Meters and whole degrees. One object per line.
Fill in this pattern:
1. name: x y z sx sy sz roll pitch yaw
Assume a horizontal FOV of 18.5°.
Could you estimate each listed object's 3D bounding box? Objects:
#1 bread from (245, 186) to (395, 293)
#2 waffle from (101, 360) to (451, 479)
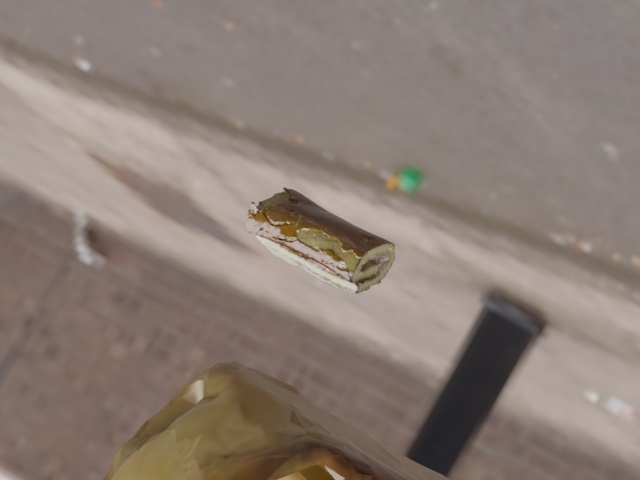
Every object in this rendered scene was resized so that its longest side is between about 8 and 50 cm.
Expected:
1. bread: 0.000 0.000 1.175 0.083 0.036 0.047 29 -148 25
2. waffle: 0.005 0.203 0.542 0.348 0.304 0.077 30 -171 -43
